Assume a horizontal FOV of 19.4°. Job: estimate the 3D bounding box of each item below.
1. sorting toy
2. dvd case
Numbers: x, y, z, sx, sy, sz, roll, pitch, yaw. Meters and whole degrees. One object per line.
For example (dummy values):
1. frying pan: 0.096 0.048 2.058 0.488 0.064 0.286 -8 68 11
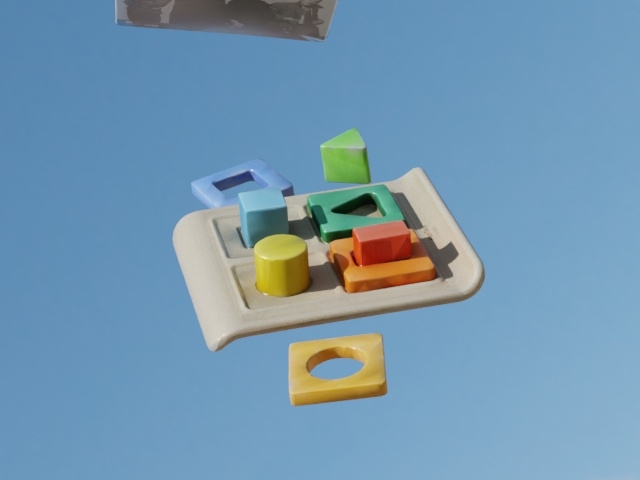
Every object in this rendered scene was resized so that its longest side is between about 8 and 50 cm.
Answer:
1. sorting toy: 0.000 0.000 1.319 0.196 0.348 0.047 -13 -60 -8
2. dvd case: -0.070 -0.210 1.444 0.179 0.030 0.239 5 -14 -5
